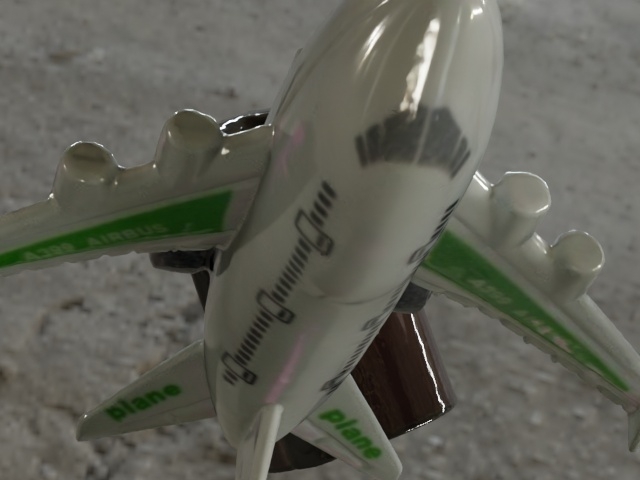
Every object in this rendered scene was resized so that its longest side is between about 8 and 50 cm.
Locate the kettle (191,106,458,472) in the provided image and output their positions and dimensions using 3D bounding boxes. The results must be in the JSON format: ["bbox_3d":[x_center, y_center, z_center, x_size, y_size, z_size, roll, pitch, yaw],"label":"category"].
[{"bbox_3d":[-0.025,0.029,1.173,0.144,0.232,0.202,-20,1,31],"label":"kettle"}]

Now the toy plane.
[{"bbox_3d":[0.000,-0.004,0.542,0.251,0.255,0.101,9,50,-11],"label":"toy plane"}]
